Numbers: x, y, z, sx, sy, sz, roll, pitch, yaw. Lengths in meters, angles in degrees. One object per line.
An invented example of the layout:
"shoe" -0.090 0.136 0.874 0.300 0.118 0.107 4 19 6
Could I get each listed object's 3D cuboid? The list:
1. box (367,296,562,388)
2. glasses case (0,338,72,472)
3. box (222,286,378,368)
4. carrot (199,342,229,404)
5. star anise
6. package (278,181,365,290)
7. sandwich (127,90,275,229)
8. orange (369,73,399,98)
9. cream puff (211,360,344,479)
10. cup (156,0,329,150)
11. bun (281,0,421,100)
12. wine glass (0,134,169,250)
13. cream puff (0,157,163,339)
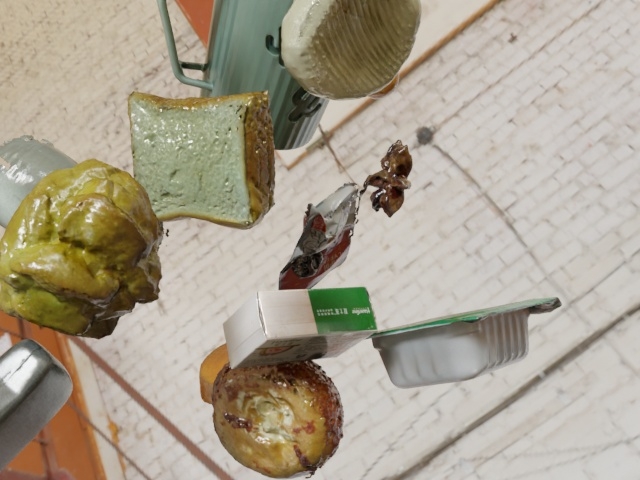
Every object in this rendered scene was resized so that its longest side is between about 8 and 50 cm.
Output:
"box" 0.237 0.178 1.290 0.264 0.106 0.337 -17 -8 38
"glasses case" -0.452 0.268 0.942 0.323 0.074 0.131 -48 -17 -25
"box" -0.032 0.132 1.150 0.199 0.081 0.135 -2 -25 -33
"carrot" -0.161 0.313 1.810 0.307 0.258 0.100 -38 -61 -61
"star anise" 0.141 -0.120 1.479 0.057 0.168 0.168 15 -57 -26
"package" 0.000 0.000 1.492 0.194 0.071 0.269 -22 -28 -25
"sandwich" -0.201 -0.135 1.253 0.087 0.251 0.226 -30 -60 -59
"orange" 0.117 -0.325 1.521 0.070 0.083 0.083 19 -60 -30
"cream puff" -0.067 0.289 1.283 0.240 0.240 0.164 -47 -5 18
"cup" -0.118 -0.429 1.520 0.401 0.310 0.392 22 -56 -1
"bun" 0.030 -0.261 0.913 0.183 0.102 0.183 -21 -42 -20
"wine glass" -0.480 -0.058 1.448 0.190 0.357 0.190 -55 -16 -23
"cream puff" -0.306 0.018 0.983 0.244 0.196 0.244 -31 -50 -45
